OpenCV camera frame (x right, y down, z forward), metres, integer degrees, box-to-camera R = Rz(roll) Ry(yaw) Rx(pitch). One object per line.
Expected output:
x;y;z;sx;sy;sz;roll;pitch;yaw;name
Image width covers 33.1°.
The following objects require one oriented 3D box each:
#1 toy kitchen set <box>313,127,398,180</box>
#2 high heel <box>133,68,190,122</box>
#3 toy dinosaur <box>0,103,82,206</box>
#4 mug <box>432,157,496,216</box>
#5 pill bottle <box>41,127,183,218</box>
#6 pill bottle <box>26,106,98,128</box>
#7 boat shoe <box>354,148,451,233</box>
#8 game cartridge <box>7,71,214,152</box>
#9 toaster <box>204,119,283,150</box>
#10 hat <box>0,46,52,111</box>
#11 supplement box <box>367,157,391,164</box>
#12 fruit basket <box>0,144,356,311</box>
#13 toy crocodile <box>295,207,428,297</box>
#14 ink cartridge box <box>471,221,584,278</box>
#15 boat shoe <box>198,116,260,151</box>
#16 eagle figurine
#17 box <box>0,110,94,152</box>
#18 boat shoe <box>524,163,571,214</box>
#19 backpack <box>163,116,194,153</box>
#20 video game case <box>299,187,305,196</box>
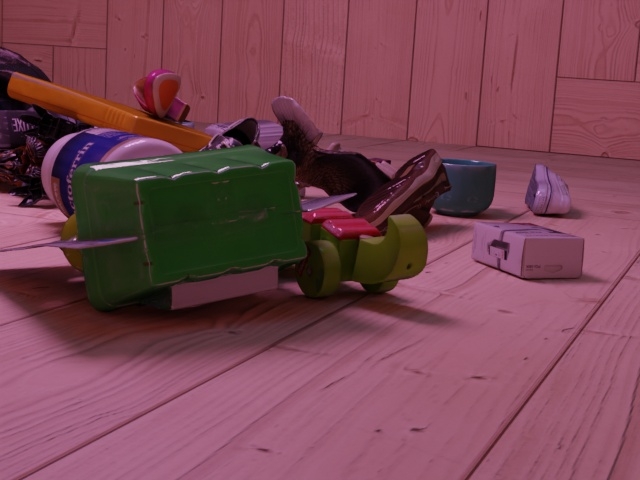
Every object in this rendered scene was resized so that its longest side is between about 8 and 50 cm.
0.028;-0.135;2.107;0.207;0.122;0.166;34;14;7;toy kitchen set
-0.304;-0.272;1.898;0.117;0.082;0.244;29;1;5;high heel
-0.435;-0.136;1.874;0.322;0.164;0.218;-17;-9;8;toy dinosaur
0.268;-0.098;1.996;0.158;0.097;0.129;-1;10;-30;mug
-0.299;-0.083;1.552;0.153;0.153;0.265;-3;11;-33;pill bottle
-0.574;-0.229;2.374;0.246;0.130;0.130;-2;11;-25;pill bottle
0.149;-0.060;1.749;0.095;0.095;0.257;-22;14;41;boat shoe
-0.350;-0.213;1.926;0.324;0.052;0.285;23;7;33;game cartridge
-0.157;-0.189;2.310;0.147;0.129;0.227;-6;15;-27;toaster
-0.779;-0.290;2.505;0.331;0.331;0.134;0;-30;-20;hat
0.119;-0.153;2.396;0.043;0.055;0.083;10;12;27;supplement box
-0.183;-0.002;1.218;0.327;0.165;0.353;-10;-2;-34;fruit basket
0.000;0.000;1.313;0.115;0.105;0.340;-2;11;-31;toy crocodile
0.285;0.011;1.487;0.099;0.056;0.135;0;10;-23;ink cartridge box
-0.165;-0.145;1.825;0.078;0.070;0.219;40;38;-10;boat shoe
-0.023;-0.127;1.822;0.225;0.226;0.298;-15;2;38;eagle figurine
-0.627;-0.193;2.096;0.307;0.076;0.242;-7;1;41;box
0.450;-0.089;2.119;0.076;0.083;0.226;16;22;3;boat shoe
-0.343;-0.194;2.201;0.166;0.144;0.188;-4;0;-35;backpack
-0.159;-0.098;2.073;0.201;0.023;0.183;10;11;27;video game case
